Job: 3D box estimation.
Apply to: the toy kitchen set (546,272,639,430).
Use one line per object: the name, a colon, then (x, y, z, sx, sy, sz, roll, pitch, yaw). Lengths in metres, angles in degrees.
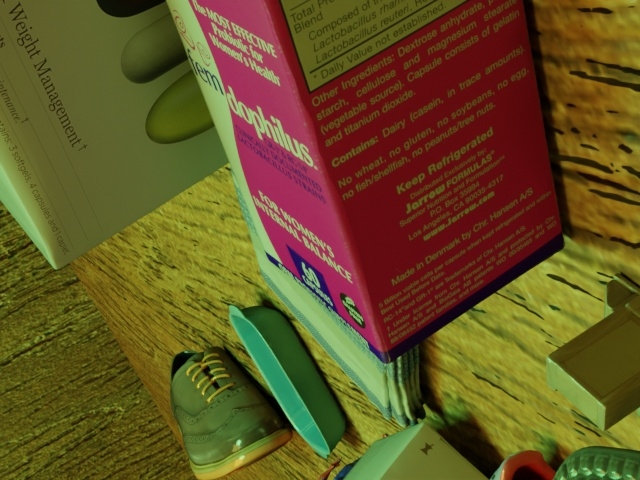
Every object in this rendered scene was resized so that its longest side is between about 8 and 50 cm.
toy kitchen set: (0.124, 0.056, 0.480, 0.068, 0.075, 0.083, 44, 155, 41)

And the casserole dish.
casserole dish: (-0.030, 0.137, 1.151, 0.188, 0.037, 0.114, 59, 163, -12)

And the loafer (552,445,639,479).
loafer: (0.197, 0.130, 0.430, 0.251, 0.087, 0.094, 10, 87, 59)

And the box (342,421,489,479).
box: (0.078, 0.220, 0.848, 0.130, 0.091, 0.170, 41, 163, 3)

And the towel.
towel: (0.000, 0.000, 0.808, 0.209, 0.034, 0.285, 45, 160, 34)

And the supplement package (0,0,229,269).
supplement package: (-0.106, -0.137, 0.550, 0.149, 0.203, 0.194, 43, 160, 38)

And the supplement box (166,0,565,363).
supplement box: (0.017, -0.074, 0.483, 0.111, 0.114, 0.220, 39, 155, 48)

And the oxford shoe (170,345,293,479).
oxford shoe: (-0.139, 0.217, 1.464, 0.133, 0.130, 0.363, 67, 161, -8)

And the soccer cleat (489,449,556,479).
soccer cleat: (0.180, 0.229, 0.652, 0.248, 0.083, 0.095, 49, 158, 34)

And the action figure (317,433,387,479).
action figure: (0.021, 0.218, 1.011, 0.038, 0.115, 0.030, 48, 162, 25)
